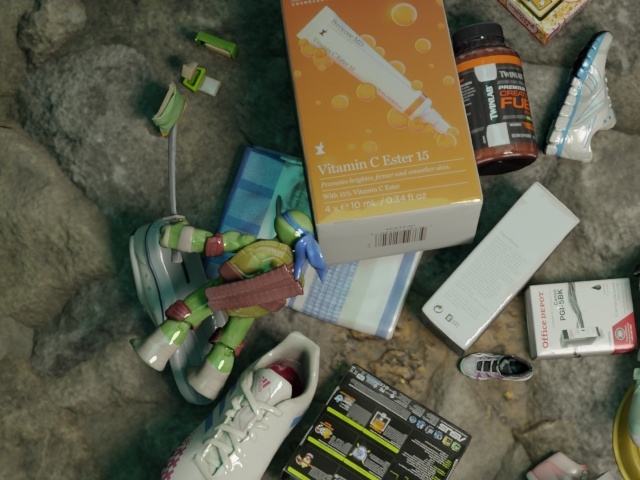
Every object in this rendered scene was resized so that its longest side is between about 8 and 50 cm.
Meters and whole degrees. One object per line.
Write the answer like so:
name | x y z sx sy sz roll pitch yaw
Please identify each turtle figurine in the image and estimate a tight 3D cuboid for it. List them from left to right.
turtle figurine | -0.126 0.047 1.742 0.275 0.198 0.266 38 95 27

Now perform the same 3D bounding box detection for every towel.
towel | 0.000 0.000 1.852 0.285 0.034 0.209 18 80 6

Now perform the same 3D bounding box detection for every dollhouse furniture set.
dollhouse furniture set | -0.172 -0.211 1.878 0.059 0.076 0.151 23 81 7

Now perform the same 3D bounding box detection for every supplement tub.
supplement tub | 0.230 -0.194 1.842 0.106 0.106 0.198 -9 80 1

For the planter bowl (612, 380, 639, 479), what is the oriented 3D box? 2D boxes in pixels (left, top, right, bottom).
planter bowl | 0.497 0.257 1.754 0.217 0.090 0.217 0 80 2

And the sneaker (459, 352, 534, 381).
sneaker | 0.236 0.165 1.792 0.098 0.069 0.038 1 79 3

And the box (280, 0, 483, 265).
box | 0.075 -0.165 1.786 0.215 0.168 0.345 -9 71 -2

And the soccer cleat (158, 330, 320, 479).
soccer cleat | -0.103 0.239 1.689 0.116 0.143 0.331 30 46 6

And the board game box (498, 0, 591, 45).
board game box | 0.302 -0.395 1.906 0.147 0.045 0.193 -42 81 -6

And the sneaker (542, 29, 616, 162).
sneaker | 0.375 -0.194 1.861 0.083 0.071 0.190 21 89 0

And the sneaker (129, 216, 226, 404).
sneaker | -0.192 0.095 1.821 0.094 0.091 0.258 -15 96 -39

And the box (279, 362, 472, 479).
box | 0.074 0.283 1.762 0.191 0.045 0.184 31 64 7

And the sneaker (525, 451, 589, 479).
sneaker | 0.338 0.335 1.765 0.070 0.051 0.134 -42 76 0

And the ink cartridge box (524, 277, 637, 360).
ink cartridge box | 0.347 0.106 1.805 0.135 0.056 0.099 -5 80 1

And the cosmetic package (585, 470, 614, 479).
cosmetic package | 0.300 0.439 1.671 0.224 0.138 0.224 -30 78 20

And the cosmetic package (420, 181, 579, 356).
cosmetic package | 0.236 0.040 1.793 0.085 0.117 0.231 43 85 8

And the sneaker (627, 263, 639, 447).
sneaker | 0.427 0.131 1.717 0.151 0.094 0.256 52 51 -29
